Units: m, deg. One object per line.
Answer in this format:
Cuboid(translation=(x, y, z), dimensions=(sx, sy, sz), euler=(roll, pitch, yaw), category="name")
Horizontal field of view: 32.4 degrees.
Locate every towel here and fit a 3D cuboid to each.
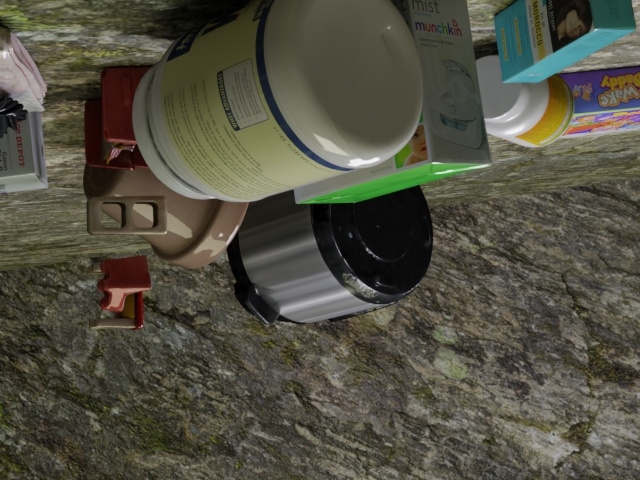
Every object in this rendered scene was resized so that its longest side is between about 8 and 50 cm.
Cuboid(translation=(-0.540, -0.202, 1.434), dimensions=(0.332, 0.053, 0.317), euler=(-8, 174, -5), category="towel")

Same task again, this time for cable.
Cuboid(translation=(-0.472, -0.157, 1.493), dimensions=(0.184, 0.047, 0.150), euler=(-14, 174, 39), category="cable")

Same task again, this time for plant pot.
Cuboid(translation=(-0.285, -0.105, 1.954), dimensions=(0.229, 0.263, 0.263), euler=(22, 156, -38), category="plant pot")

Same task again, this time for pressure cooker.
Cuboid(translation=(-0.003, -0.005, 2.484), dimensions=(0.420, 0.375, 0.370), euler=(-17, 168, 43), category="pressure cooker")

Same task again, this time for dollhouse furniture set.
Cuboid(translation=(-0.261, -0.056, 1.650), dimensions=(0.152, 0.374, 0.201), euler=(0, 174, -20), category="dollhouse furniture set")

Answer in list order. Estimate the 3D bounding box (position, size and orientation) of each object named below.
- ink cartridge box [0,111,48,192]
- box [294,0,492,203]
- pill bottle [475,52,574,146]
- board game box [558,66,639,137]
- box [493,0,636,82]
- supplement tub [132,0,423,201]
Cuboid(translation=(-0.516, -0.141, 1.681), dimensions=(0.176, 0.128, 0.127), euler=(-8, 174, -7), category="ink cartridge box")
Cuboid(translation=(0.080, -0.185, 1.479), dimensions=(0.127, 0.231, 0.262), euler=(-3, 173, -43), category="box")
Cuboid(translation=(0.318, -0.231, 1.796), dimensions=(0.136, 0.136, 0.246), euler=(-10, 173, 27), category="pill bottle")
Cuboid(translation=(0.553, -0.262, 2.091), dimensions=(0.347, 0.078, 0.233), euler=(-6, 174, -7), category="board game box")
Cuboid(translation=(0.313, -0.285, 1.442), dimensions=(0.060, 0.100, 0.244), euler=(-5, 173, -18), category="box")
Cuboid(translation=(-0.061, -0.177, 1.364), dimensions=(0.235, 0.235, 0.325), euler=(-2, 172, -44), category="supplement tub")
